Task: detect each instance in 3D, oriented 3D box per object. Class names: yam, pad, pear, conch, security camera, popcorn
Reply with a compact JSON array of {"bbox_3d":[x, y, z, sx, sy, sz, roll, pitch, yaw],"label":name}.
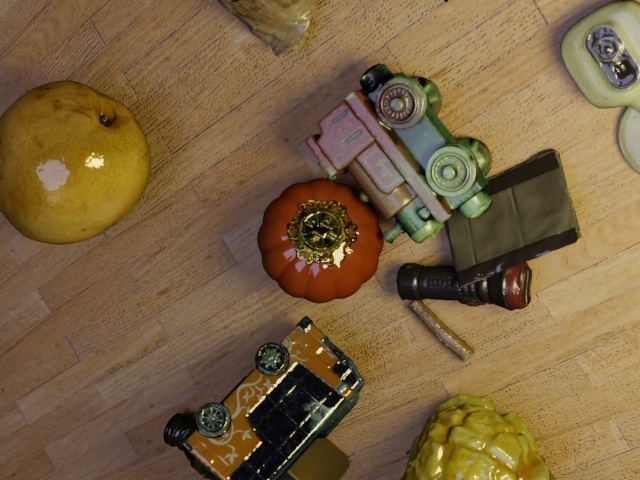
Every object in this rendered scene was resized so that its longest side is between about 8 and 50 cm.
[{"bbox_3d":[0.215,0.160,1.771,0.145,0.032,0.032,45,119,9],"label":"yam"},{"bbox_3d":[0.308,-0.034,1.624,0.233,0.022,0.174,-27,60,31],"label":"pad"},{"bbox_3d":[-0.477,-0.148,1.870,0.314,0.314,0.314,8,109,24],"label":"pear"},{"bbox_3d":[-0.111,-0.472,1.666,0.263,0.186,0.324,16,112,41],"label":"conch"},{"bbox_3d":[0.490,-0.218,1.496,0.157,0.080,0.301,-33,92,30],"label":"security camera"},{"bbox_3d":[0.257,0.421,1.699,0.247,0.282,0.282,34,118,-5],"label":"popcorn"}]

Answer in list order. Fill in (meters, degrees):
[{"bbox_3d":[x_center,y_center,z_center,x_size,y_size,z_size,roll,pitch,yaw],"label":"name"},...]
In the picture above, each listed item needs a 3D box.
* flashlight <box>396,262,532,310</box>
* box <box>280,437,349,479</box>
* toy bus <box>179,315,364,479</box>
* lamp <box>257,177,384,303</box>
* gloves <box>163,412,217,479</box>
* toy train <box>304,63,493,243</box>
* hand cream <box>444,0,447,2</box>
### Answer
[{"bbox_3d":[0.244,0.076,1.698,0.232,0.093,0.093,-3,104,30],"label":"flashlight"},{"bbox_3d":[-0.061,0.426,1.925,0.201,0.144,0.090,40,122,9],"label":"box"},{"bbox_3d":[-0.082,0.313,1.798,0.194,0.162,0.323,42,74,11],"label":"toy bus"},{"bbox_3d":[0.000,0.000,1.734,0.223,0.196,0.223,0,79,-1],"label":"lamp"},{"bbox_3d":[-0.209,0.439,2.025,0.268,0.107,0.135,28,109,35],"label":"gloves"},{"bbox_3d":[0.138,-0.134,1.636,0.221,0.150,0.304,-39,85,22],"label":"toy train"},{"bbox_3d":[0.231,-0.439,1.584,0.122,0.023,0.036,-51,51,30],"label":"hand cream"}]
